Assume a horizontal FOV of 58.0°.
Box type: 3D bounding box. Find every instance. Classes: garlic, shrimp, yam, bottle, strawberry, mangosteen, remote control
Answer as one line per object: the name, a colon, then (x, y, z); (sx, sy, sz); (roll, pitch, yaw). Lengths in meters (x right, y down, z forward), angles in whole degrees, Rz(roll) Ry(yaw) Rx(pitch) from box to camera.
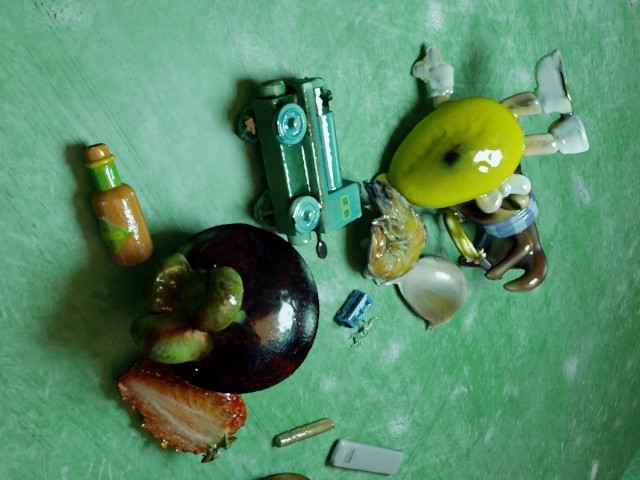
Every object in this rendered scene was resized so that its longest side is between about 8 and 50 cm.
garlic: (0.254, 0.097, 1.363); (0.267, 0.129, 0.148); (36, 67, -29)
shrimp: (0.137, -0.016, 1.188); (0.164, 0.062, 0.317); (-56, 142, -12)
yam: (-0.032, 0.414, 1.249); (0.146, 0.032, 0.032); (-7, 107, -37)
bottle: (-0.309, -0.054, 0.871); (0.069, 0.069, 0.186); (-27, 116, -31)
strawberry: (-0.228, 0.270, 1.012); (0.175, 0.106, 0.235); (-17, 117, 6)
mangosteen: (-0.142, 0.106, 0.907); (0.288, 0.288, 0.287); (-12, 110, -36)
remote control: (0.115, 0.528, 1.405); (0.261, 0.029, 0.067); (29, 84, -42)

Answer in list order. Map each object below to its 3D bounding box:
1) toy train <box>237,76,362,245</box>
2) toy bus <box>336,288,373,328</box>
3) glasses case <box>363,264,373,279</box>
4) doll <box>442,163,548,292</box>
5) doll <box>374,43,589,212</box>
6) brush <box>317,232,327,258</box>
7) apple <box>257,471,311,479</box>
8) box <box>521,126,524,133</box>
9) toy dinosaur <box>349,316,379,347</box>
toy train: (-0.029, -0.146, 1.044); (0.194, 0.120, 0.297); (-28, 119, -39)
toy bus: (0.074, 0.150, 1.250); (0.083, 0.046, 0.038); (-53, 128, -16)
glasses case: (0.125, 0.051, 1.279); (0.083, 0.021, 0.032); (-49, 129, -18)
doll: (0.419, -0.037, 1.388); (0.339, 0.209, 0.317); (59, 33, -42)
doll: (0.338, -0.229, 1.201); (0.161, 0.424, 0.347); (7, 90, -81)
brush: (0.000, 0.000, 1.172); (0.024, 0.008, 0.083); (-26, 117, -29)
apple: (-0.077, 0.574, 1.147); (0.188, 0.211, 0.210); (-13, 113, -8)
box: (0.418, -0.271, 1.407); (0.207, 0.050, 0.041); (3, 99, -39)
toy dinosaur: (0.101, 0.210, 1.306); (0.083, 0.021, 0.062); (-11, 116, -32)
